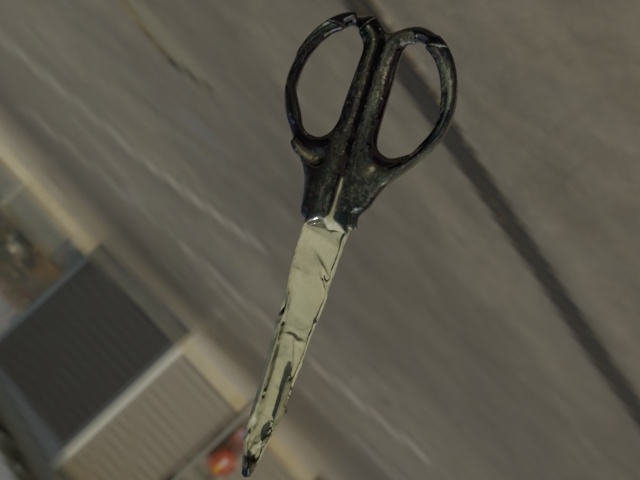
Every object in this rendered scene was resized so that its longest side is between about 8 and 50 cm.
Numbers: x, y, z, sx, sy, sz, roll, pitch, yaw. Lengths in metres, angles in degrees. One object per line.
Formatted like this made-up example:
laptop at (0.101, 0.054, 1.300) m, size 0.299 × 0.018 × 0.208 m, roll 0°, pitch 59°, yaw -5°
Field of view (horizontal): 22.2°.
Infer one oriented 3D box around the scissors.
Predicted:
scissors at (0.000, 0.000, 0.993) m, size 0.109 × 0.300 × 0.022 m, roll 15°, pitch 165°, yaw 13°
